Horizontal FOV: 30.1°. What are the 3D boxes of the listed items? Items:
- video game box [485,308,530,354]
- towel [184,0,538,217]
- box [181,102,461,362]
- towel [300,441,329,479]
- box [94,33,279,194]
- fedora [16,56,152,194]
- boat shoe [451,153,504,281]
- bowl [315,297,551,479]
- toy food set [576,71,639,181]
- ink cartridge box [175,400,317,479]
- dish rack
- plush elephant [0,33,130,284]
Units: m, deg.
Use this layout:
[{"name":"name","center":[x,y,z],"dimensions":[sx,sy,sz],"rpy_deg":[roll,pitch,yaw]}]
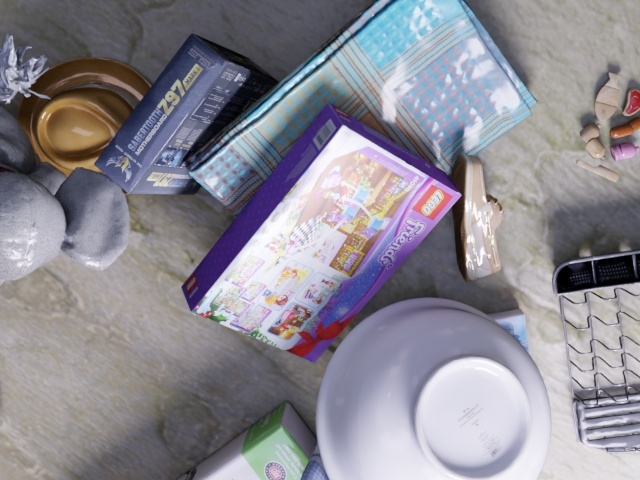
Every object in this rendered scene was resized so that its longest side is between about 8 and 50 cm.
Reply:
[{"name":"video game box","center":[0.172,0.195,1.519],"dimensions":[0.205,0.048,0.187],"rpy_deg":[-10,100,4]},{"name":"towel","center":[0.057,-0.127,1.407],"dimensions":[0.370,0.040,0.271],"rpy_deg":[-40,130,7]},{"name":"box","center":[0.000,0.000,1.420],"dimensions":[0.201,0.057,0.293],"rpy_deg":[27,112,-36]},{"name":"towel","center":[0.050,0.341,1.432],"dimensions":[0.034,0.285,0.209],"rpy_deg":[-38,97,19]},{"name":"box","center":[-0.149,-0.139,1.384],"dimensions":[0.059,0.233,0.183],"rpy_deg":[39,100,9]},{"name":"fedora","center":[-0.287,-0.135,1.471],"dimensions":[0.194,0.079,0.194],"rpy_deg":[0,99,2]},{"name":"boat shoe","center":[0.197,-0.031,1.468],"dimensions":[0.059,0.063,0.170],"rpy_deg":[-10,120,-7]},{"name":"bowl","center":[0.152,0.207,1.376],"dimensions":[0.298,0.134,0.297],"rpy_deg":[3,80,-15]},{"name":"toy food set","center":[0.364,-0.139,1.472],"dimensions":[0.078,0.019,0.122],"rpy_deg":[24,92,-2]},{"name":"ink cartridge box","center":[-0.096,0.370,1.526],"dimensions":[0.273,0.115,0.198],"rpy_deg":[-36,96,8]},{"name":"dish rack","center":[0.402,0.138,1.486],"dimensions":[0.208,0.074,0.271],"rpy_deg":[-8,99,5]},{"name":"plush elephant","center":[-0.370,-0.026,1.326],"dimensions":[0.272,0.255,0.330],"rpy_deg":[11,129,-35]}]
